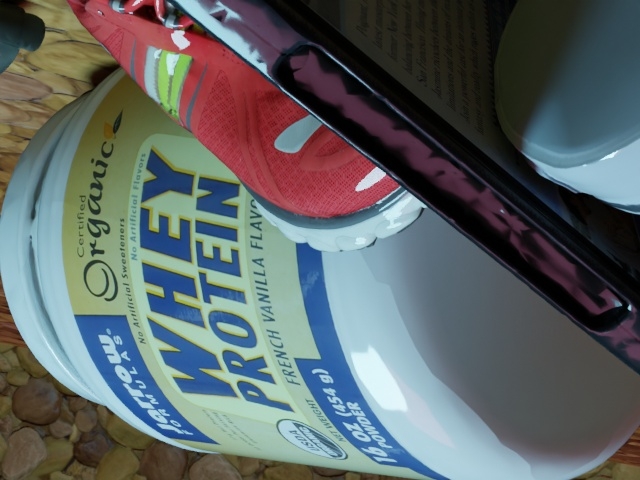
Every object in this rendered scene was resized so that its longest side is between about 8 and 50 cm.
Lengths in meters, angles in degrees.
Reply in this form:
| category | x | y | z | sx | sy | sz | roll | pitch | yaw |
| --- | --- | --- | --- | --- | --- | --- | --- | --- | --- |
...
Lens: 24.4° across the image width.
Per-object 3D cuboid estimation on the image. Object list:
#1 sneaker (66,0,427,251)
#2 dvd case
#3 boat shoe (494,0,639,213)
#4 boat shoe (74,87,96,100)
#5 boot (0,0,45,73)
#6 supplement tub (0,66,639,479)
| category | x | y | z | sx | sy | sz | roll | pitch | yaw |
| --- | --- | --- | --- | --- | --- | --- | --- | --- | --- |
| sneaker | -0.041 | -0.084 | 0.564 | 0.118 | 0.107 | 0.279 | 34 | 178 | -40 |
| dvd case | 0.037 | -0.067 | 0.431 | 0.253 | 0.180 | 0.022 | 37 | 122 | -25 |
| boat shoe | 0.174 | -0.086 | 0.301 | 0.105 | 0.113 | 0.306 | 22 | 135 | -30 |
| boat shoe | -0.134 | -0.080 | 0.965 | 0.049 | 0.042 | 0.133 | 38 | 165 | -2 |
| boot | -0.267 | -0.115 | 0.861 | 0.137 | 0.076 | 0.198 | 15 | 170 | -39 |
| supplement tub | 0.000 | 0.000 | 0.750 | 0.228 | 0.228 | 0.316 | 22 | 164 | -39 |
